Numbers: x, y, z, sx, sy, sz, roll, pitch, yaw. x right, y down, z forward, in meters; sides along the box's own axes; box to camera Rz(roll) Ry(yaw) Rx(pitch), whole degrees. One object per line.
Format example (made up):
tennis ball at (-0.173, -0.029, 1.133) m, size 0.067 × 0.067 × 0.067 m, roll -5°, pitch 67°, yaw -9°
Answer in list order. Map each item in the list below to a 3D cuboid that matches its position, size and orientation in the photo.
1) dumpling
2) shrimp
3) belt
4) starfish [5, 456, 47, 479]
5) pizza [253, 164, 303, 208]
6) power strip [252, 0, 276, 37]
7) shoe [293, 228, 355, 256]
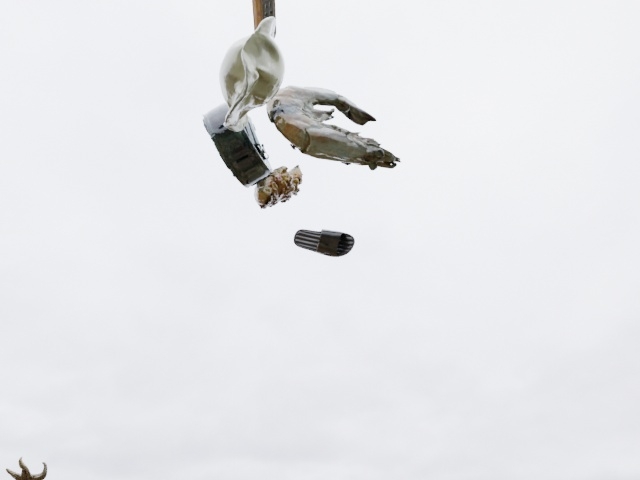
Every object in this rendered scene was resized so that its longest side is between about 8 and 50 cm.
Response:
dumpling at (-0.111, -0.251, 0.760) m, size 0.100 × 0.134 × 0.169 m, roll 41°, pitch -60°, yaw -18°
shrimp at (0.040, -0.280, 1.214) m, size 0.360 × 0.247 × 0.085 m, roll 26°, pitch -38°, yaw 1°
belt at (-0.220, -0.268, 1.325) m, size 0.116 × 0.267 × 0.206 m, roll -30°, pitch -32°, yaw 4°
starfish at (-0.572, 0.458, 0.966) m, size 0.078 × 0.028 × 0.091 m, roll 0°, pitch -59°, yaw -4°
pizza at (-0.122, -0.157, 1.529) m, size 0.161 × 0.305 × 0.085 m, roll -41°, pitch -94°, yaw 16°
power strip at (-0.126, -0.508, 1.125) m, size 0.049 × 0.028 × 0.178 m, roll -38°, pitch -24°, yaw -24°
shoe at (0.000, 0.000, 1.173) m, size 0.159 × 0.062 × 0.053 m, roll 9°, pitch -12°, yaw 27°
